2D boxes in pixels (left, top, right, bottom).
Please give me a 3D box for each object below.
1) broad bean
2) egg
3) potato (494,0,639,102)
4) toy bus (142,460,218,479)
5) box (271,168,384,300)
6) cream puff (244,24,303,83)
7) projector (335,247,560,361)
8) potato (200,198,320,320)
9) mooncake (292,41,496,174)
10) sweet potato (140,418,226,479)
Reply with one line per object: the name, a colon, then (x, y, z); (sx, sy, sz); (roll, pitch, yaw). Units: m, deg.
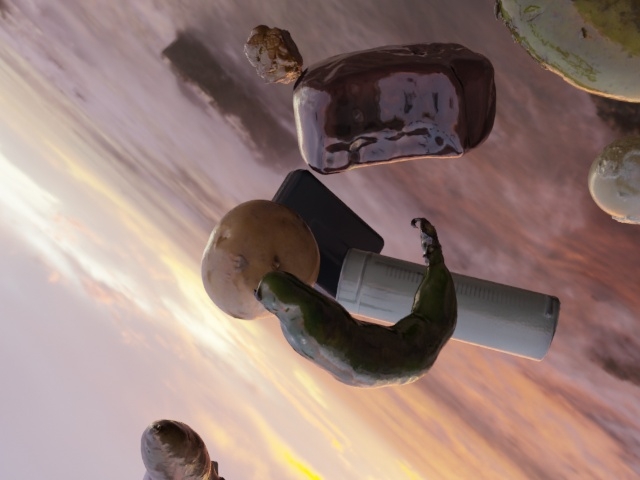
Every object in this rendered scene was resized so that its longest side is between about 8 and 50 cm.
broad bean: (0.055, 0.066, 0.671); (0.049, 0.292, 0.144); (-25, 86, 38)
egg: (0.571, -0.113, 1.305); (0.164, 0.164, 0.201); (45, 168, -13)
potato: (0.313, -0.239, 0.816); (0.251, 0.149, 0.113); (33, 160, 5)
toy bus: (-0.270, 0.503, 1.333); (0.142, 0.203, 0.142); (14, -153, -22)
box: (0.000, 0.000, 1.245); (0.230, 0.160, 0.050); (40, 163, -31)
cream puff: (-0.091, -0.350, 1.383); (0.122, 0.094, 0.116); (59, -163, -29)
projector: (0.195, 0.098, 1.145); (0.337, 0.108, 0.108); (14, 167, 7)
potato: (-0.057, 0.020, 0.707); (0.112, 0.112, 0.147); (43, -148, -2)
mooncake: (0.105, -0.221, 1.181); (0.325, 0.333, 0.174); (8, 114, 33)
sweet potato: (-0.163, 0.272, 0.872); (0.074, 0.074, 0.269); (37, 159, 37)
